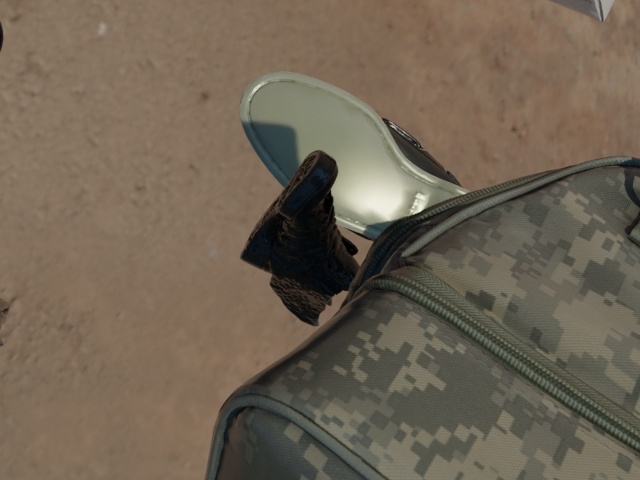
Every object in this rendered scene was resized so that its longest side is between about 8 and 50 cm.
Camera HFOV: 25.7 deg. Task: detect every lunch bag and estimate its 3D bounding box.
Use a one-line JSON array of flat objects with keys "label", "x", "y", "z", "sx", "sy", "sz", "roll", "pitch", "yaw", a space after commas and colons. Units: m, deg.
[{"label": "lunch bag", "x": 0.087, "y": 0.129, "z": 0.668, "sx": 0.213, "sy": 0.256, "sz": 0.305, "roll": 35, "pitch": 140, "yaw": 20}]

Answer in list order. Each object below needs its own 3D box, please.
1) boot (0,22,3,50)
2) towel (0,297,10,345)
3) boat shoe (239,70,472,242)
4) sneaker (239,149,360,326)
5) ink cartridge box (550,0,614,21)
[{"label": "boot", "x": -0.486, "y": -0.304, "z": 1.442, "sx": 0.367, "sy": 0.445, "sz": 0.146, "roll": 24, "pitch": 78, "yaw": -15}, {"label": "towel", "x": -0.380, "y": 0.019, "z": 1.087, "sx": 0.282, "sy": 0.187, "sz": 0.049, "roll": 29, "pitch": 94, "yaw": -5}, {"label": "boat shoe", "x": 0.059, "y": -0.065, "z": 1.504, "sx": 0.340, "sy": 0.113, "sz": 0.127, "roll": 27, "pitch": 89, "yaw": -8}, {"label": "sneaker", "x": -0.001, "y": 0.002, "z": 1.036, "sx": 0.089, "sy": 0.051, "sz": 0.170, "roll": 32, "pitch": 143, "yaw": -7}, {"label": "ink cartridge box", "x": 0.235, "y": -0.317, "z": 1.274, "sx": 0.140, "sy": 0.082, "sz": 0.190, "roll": 27, "pitch": 89, "yaw": 18}]
